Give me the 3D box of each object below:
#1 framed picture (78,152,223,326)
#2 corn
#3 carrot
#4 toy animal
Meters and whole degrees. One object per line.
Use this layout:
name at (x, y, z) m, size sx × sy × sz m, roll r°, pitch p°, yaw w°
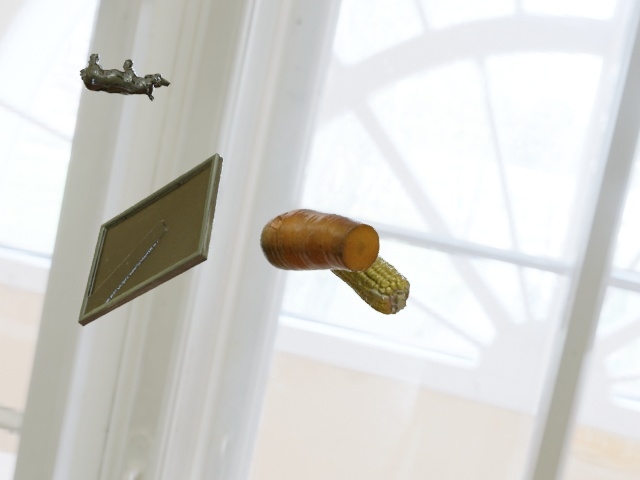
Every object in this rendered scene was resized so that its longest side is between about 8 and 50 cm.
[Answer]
framed picture at (-0.302, 0.000, 2.094) m, size 0.324 × 0.240 × 0.020 m, roll -29°, pitch -50°, yaw 32°
corn at (0.071, 0.049, 1.964) m, size 0.080 × 0.080 × 0.238 m, roll 6°, pitch 25°, yaw -37°
carrot at (0.000, 0.000, 1.513) m, size 0.087 × 0.087 × 0.193 m, roll 6°, pitch -4°, yaw -39°
toy animal at (-0.292, -0.241, 1.780) m, size 0.135 × 0.047 × 0.065 m, roll 7°, pitch 33°, yaw -23°
